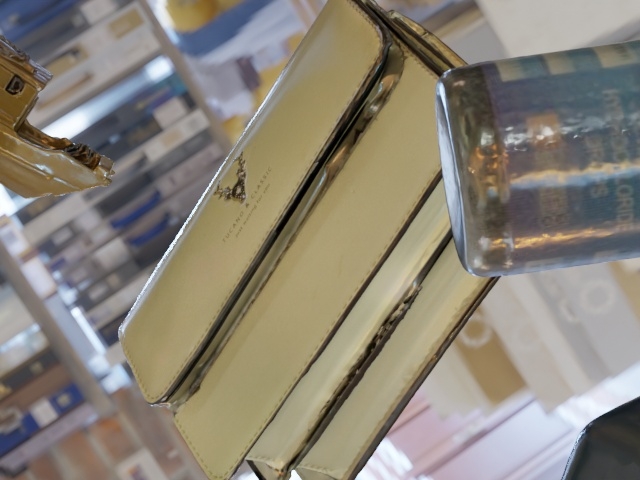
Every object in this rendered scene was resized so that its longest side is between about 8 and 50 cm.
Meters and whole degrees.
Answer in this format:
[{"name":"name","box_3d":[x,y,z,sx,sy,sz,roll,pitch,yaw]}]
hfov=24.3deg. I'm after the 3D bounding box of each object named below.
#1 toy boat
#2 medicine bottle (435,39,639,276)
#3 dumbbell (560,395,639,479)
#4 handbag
[{"name":"toy boat","box_3d":[-0.218,-0.095,0.958,0.200,0.077,0.057,36,-169,-12]},{"name":"medicine bottle","box_3d":[0.148,-0.039,0.561,0.083,0.203,0.083,171,90,-89]},{"name":"dumbbell","box_3d":[0.191,0.138,0.333,0.144,0.160,0.325,19,-176,-36]},{"name":"handbag","box_3d":[0.000,0.000,1.189,0.160,0.358,0.237,20,-159,-42]}]
